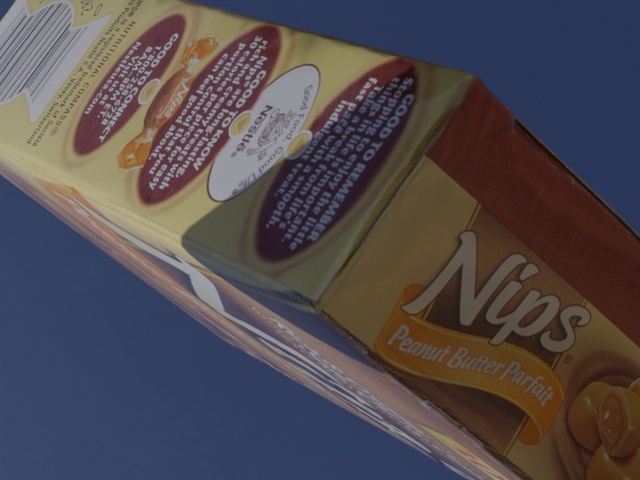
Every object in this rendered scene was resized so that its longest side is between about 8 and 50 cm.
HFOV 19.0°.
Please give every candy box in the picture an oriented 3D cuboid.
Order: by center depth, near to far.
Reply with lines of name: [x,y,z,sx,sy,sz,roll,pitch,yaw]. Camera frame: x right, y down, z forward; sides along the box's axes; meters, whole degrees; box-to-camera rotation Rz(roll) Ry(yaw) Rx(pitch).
candy box: [0.000,0.000,0.695,0.183,0.316,0.087,39,-98,-32]
